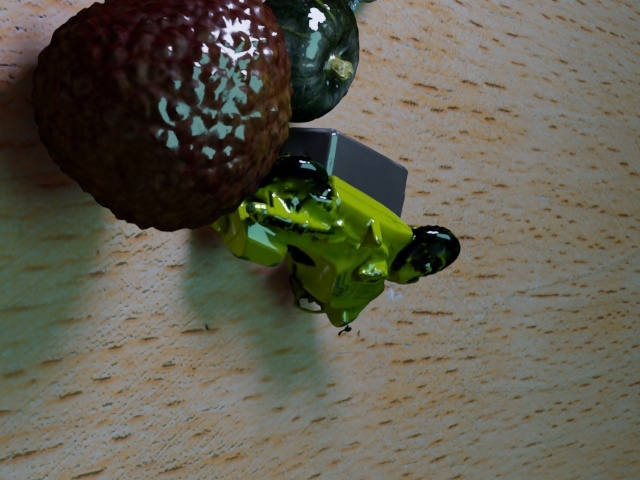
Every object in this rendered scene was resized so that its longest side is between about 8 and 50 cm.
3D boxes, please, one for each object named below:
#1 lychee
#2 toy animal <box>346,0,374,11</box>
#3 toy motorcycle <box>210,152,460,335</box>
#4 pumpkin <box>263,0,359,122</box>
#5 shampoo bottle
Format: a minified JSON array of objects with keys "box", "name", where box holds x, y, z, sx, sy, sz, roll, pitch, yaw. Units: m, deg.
[{"box":[-0.148,-0.136,1.477,0.260,0.260,0.260,-11,103,-59],"name":"lychee"},{"box":[0.049,-0.309,1.994,0.079,0.070,0.253,41,60,-35],"name":"toy animal"},{"box":[0.000,-0.002,1.839,0.342,0.206,0.142,26,33,-43],"name":"toy motorcycle"},{"box":[-0.020,-0.220,1.822,0.167,0.125,0.167,-2,90,-70],"name":"pumpkin"},{"box":[0.038,-0.078,1.982,0.246,0.080,0.079,22,76,-58],"name":"shampoo bottle"}]
